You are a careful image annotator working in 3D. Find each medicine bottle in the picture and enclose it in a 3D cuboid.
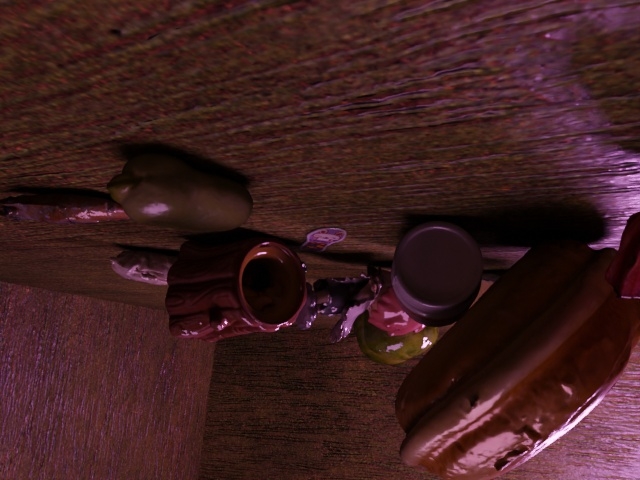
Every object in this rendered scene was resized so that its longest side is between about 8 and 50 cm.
[{"bbox_3d":[0.185,0.060,0.827,0.144,0.144,0.252,2,163,12],"label":"medicine bottle"}]

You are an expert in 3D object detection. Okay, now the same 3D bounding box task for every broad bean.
[{"bbox_3d":[-0.170,-0.048,0.625,0.124,0.082,0.174,-6,162,34],"label":"broad bean"}]

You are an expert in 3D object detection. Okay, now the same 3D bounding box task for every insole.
[{"bbox_3d":[0.000,0.000,0.939,0.065,0.004,0.197,8,166,-14],"label":"insole"}]

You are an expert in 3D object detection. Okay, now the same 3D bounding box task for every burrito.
[{"bbox_3d":[-0.291,0.078,1.227,0.392,0.076,0.117,7,168,-9],"label":"burrito"}]

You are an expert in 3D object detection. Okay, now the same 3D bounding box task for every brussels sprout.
[{"bbox_3d":[0.201,0.210,1.337,0.219,0.210,0.271,-33,157,34],"label":"brussels sprout"}]

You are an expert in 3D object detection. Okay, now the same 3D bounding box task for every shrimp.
[{"bbox_3d":[-0.401,-0.047,0.817,0.223,0.047,0.126,2,177,6],"label":"shrimp"}]

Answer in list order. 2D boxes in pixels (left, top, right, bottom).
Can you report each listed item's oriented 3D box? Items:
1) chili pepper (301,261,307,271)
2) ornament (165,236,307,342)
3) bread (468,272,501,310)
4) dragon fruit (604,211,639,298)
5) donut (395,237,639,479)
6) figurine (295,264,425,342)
[{"bbox_3d":[-0.079,0.056,1.158,0.118,0.035,0.055,10,157,23],"label":"chili pepper"},{"bbox_3d":[-0.162,0.095,0.986,0.217,0.235,0.221,-15,-159,44],"label":"ornament"},{"bbox_3d":[0.404,0.182,1.119,0.040,0.267,0.267,-30,180,-23],"label":"bread"},{"bbox_3d":[0.409,-0.007,0.469,0.261,0.163,0.189,6,134,12],"label":"dragon fruit"},{"bbox_3d":[0.291,0.184,0.784,0.198,0.449,0.449,46,-179,20],"label":"donut"},{"bbox_3d":[0.134,0.120,1.097,0.387,0.166,0.207,-4,141,-22],"label":"figurine"}]
